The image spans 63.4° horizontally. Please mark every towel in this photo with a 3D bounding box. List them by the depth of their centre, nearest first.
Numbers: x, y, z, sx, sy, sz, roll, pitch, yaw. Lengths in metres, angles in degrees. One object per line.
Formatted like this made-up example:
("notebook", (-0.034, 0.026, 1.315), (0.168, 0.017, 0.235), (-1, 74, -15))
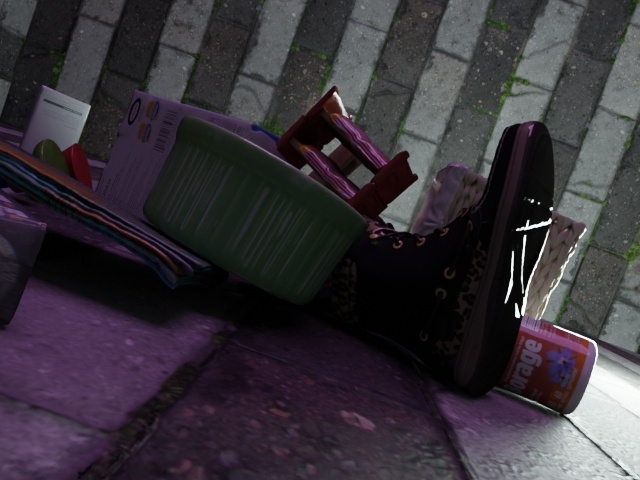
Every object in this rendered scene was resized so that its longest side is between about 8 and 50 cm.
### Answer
("towel", (-0.293, -0.042, 0.649), (0.370, 0.040, 0.271), (30, -6, 1))

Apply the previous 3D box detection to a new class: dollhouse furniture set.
("dollhouse furniture set", (0.081, -0.110, 1.034), (0.201, 0.152, 0.374), (48, 3, 22))

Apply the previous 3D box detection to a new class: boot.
("boot", (0.170, 0.003, 0.775), (0.284, 0.377, 0.138), (16, 8, 42))

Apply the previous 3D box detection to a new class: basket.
("basket", (0.292, 0.054, 1.045), (0.267, 0.331, 0.328), (26, 4, 6))

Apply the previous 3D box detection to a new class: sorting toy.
("sorting toy", (-0.578, -0.131, 1.040), (0.126, 0.126, 0.365), (-10, 10, -5))

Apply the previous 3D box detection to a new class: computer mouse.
("computer mouse", (-0.038, 0.088, 0.888), (0.242, 0.041, 0.071), (15, 6, -46))

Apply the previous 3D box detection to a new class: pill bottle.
("pill bottle", (0.300, 0.173, 0.814), (0.216, 0.121, 0.121), (21, 3, 21))

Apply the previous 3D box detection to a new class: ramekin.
("ramekin", (-0.099, -0.033, 0.744), (0.304, 0.148, 0.303), (30, -3, 2))

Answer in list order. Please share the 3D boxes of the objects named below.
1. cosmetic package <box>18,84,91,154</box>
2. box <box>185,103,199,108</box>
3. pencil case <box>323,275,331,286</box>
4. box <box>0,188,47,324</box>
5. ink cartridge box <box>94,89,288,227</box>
("cosmetic package", (-0.801, -0.327, 1.548), (0.138, 0.224, 0.224), (21, 3, -32))
("box", (-0.268, -0.154, 1.314), (0.177, 0.289, 0.279), (21, 4, 4))
("pencil case", (0.022, 0.025, 1.256), (0.160, 0.167, 0.386), (1, 0, 13))
("box", (-0.451, -0.060, 0.407), (0.395, 0.097, 0.318), (23, 0, 43))
("ink cartridge box", (-0.284, -0.133, 1.035), (0.396, 0.269, 0.151), (22, 1, 29))
